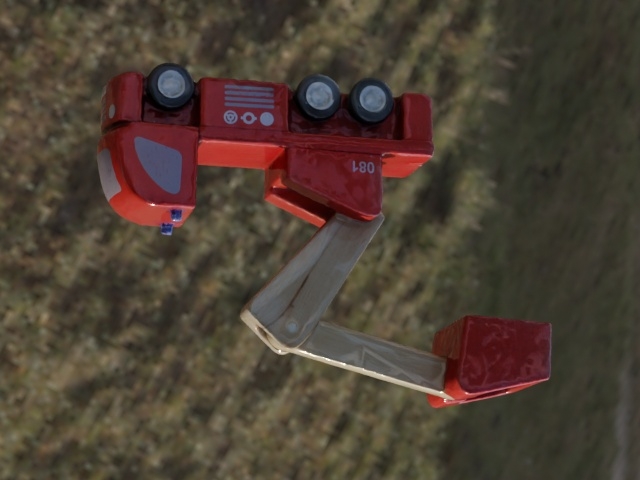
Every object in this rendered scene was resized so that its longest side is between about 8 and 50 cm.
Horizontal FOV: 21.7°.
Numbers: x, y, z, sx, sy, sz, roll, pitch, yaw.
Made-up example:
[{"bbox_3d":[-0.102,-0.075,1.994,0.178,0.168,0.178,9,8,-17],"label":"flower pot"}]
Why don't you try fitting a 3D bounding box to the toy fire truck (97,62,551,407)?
[{"bbox_3d":[0.000,0.000,0.712,0.047,0.192,0.135,139,-47,-72],"label":"toy fire truck"}]
